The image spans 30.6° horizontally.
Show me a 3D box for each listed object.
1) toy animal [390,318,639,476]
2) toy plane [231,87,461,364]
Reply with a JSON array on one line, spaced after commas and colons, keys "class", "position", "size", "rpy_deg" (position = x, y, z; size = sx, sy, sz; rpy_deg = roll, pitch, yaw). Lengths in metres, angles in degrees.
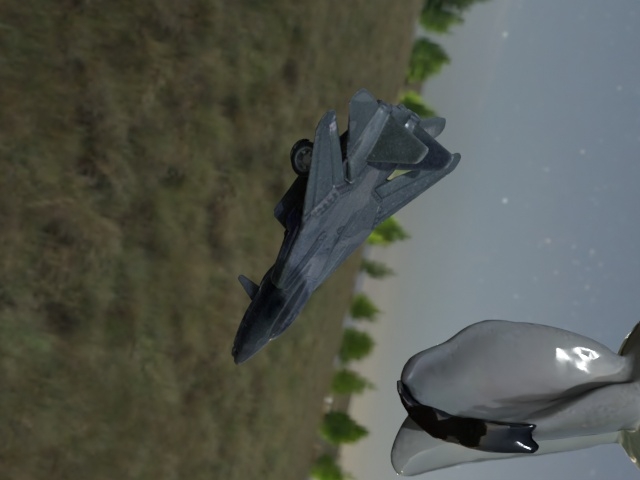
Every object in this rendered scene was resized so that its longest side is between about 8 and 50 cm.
[{"class": "toy animal", "position": [0.125, 0.059, 0.355], "size": [0.127, 0.181, 0.131], "rpy_deg": [-49, 174, -25]}, {"class": "toy plane", "position": [-0.007, -0.008, 0.985], "size": [0.267, 0.088, 0.212], "rpy_deg": [-49, 151, 21]}]
